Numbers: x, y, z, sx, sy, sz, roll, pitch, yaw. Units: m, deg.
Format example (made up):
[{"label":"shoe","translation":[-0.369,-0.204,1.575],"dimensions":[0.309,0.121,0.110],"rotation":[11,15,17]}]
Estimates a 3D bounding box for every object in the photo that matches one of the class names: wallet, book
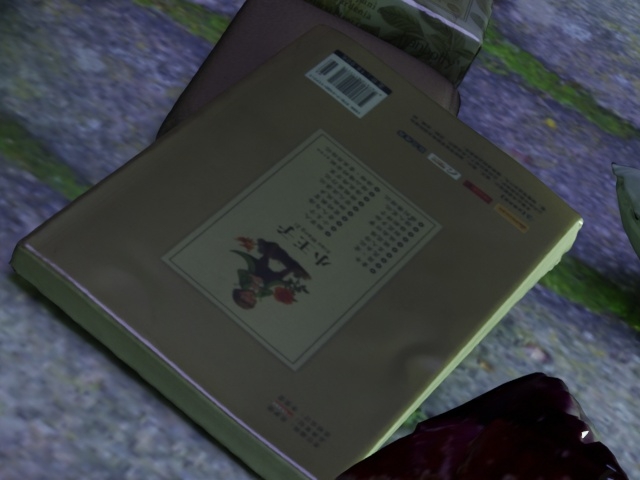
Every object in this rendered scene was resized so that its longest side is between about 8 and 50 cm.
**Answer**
[{"label":"wallet","translation":[0.002,-0.052,0.770],"dimensions":[0.118,0.039,0.153],"rotation":[26,30,-3]},{"label":"book","translation":[0.000,0.000,0.672],"dimensions":[0.138,0.016,0.198],"rotation":[39,44,10]}]

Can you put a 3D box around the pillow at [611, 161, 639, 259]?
[{"label":"pillow","translation":[0.250,0.023,0.830],"dimensions":[0.254,0.078,0.144],"rotation":[1,42,-38]}]

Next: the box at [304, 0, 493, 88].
[{"label":"box","translation":[0.031,-0.112,0.872],"dimensions":[0.098,0.045,0.062],"rotation":[29,30,-4]}]

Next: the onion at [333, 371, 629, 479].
[{"label":"onion","translation":[0.066,0.151,0.453],"dimensions":[0.195,0.140,0.218],"rotation":[48,-5,40]}]
